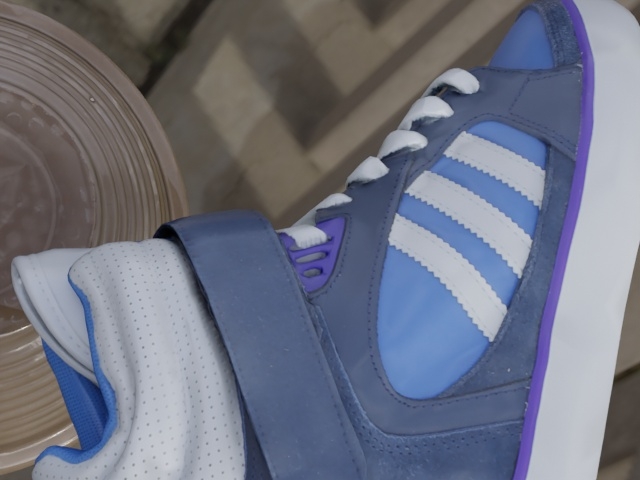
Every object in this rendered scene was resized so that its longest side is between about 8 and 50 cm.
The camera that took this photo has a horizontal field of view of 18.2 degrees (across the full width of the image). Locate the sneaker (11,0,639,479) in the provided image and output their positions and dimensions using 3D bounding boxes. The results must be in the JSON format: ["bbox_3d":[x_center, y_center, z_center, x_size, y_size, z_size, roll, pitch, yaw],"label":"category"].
[{"bbox_3d":[0.000,0.001,0.820,0.236,0.130,0.323,16,58,-5],"label":"sneaker"}]

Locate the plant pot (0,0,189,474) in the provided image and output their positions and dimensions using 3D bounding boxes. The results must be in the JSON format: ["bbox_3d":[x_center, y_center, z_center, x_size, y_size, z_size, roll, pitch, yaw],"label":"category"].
[{"bbox_3d":[-0.170,-0.007,0.920,0.237,0.110,0.237,2,83,-15],"label":"plant pot"}]
